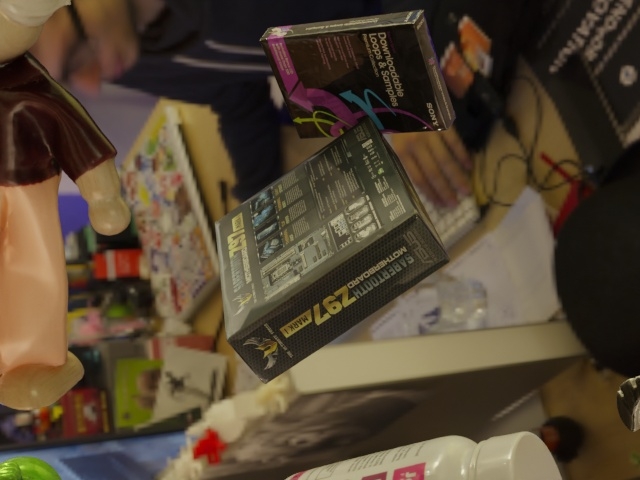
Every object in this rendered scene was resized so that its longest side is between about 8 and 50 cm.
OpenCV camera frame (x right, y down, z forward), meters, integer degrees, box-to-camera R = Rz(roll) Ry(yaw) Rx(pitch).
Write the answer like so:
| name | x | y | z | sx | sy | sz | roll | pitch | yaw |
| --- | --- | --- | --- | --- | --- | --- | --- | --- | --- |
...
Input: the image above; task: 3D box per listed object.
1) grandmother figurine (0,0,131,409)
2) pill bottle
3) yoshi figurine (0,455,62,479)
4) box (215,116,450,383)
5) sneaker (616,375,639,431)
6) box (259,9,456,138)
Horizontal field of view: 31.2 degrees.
| name | x | y | z | sx | sy | sz | roll | pitch | yaw |
| --- | --- | --- | --- | --- | --- | --- | --- | --- | --- |
| grandmother figurine | -0.217 | -0.052 | 0.793 | 0.208 | 0.104 | 0.342 | 13 | 116 | 20 |
| pill bottle | 0.100 | 0.292 | 1.183 | 0.283 | 0.160 | 0.160 | -20 | 73 | 28 |
| yoshi figurine | -0.371 | 0.368 | 1.403 | 0.203 | 0.203 | 0.362 | -61 | 33 | 5 |
| box | 0.000 | 0.000 | 0.991 | 0.183 | 0.059 | 0.232 | -34 | 24 | 8 |
| sneaker | 0.325 | 0.107 | 0.870 | 0.191 | 0.083 | 0.071 | -7 | 105 | 45 |
| box | 0.035 | -0.151 | 1.069 | 0.162 | 0.029 | 0.116 | -2 | 129 | 30 |
